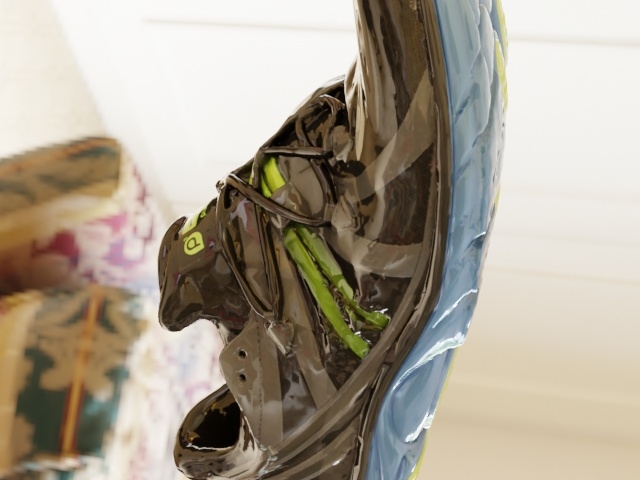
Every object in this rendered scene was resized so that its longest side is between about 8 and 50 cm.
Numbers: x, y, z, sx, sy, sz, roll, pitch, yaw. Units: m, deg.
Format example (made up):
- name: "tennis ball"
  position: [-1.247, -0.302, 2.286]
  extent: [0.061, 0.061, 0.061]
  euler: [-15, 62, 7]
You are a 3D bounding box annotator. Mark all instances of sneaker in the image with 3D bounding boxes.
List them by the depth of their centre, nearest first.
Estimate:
- name: "sneaker"
  position: [0.000, 0.000, 0.425]
  extent: [0.067, 0.078, 0.188]
  euler: [-77, 180, -54]
